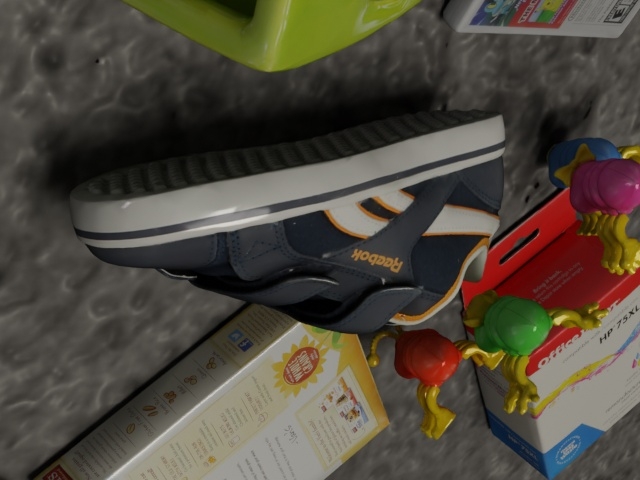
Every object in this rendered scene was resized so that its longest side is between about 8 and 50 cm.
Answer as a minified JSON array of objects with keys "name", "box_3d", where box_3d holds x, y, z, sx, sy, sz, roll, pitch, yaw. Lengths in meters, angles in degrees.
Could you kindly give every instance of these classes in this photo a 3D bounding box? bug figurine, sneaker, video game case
[{"name":"bug figurine","box_3d":[0.150,0.013,0.988,0.072,0.216,0.279,41,79,-9]},{"name":"sneaker","box_3d":[0.000,0.000,0.847,0.321,0.126,0.128,-13,105,-40]},{"name":"video game case","box_3d":[0.193,-0.219,0.928,0.183,0.023,0.201,-6,139,-43]}]

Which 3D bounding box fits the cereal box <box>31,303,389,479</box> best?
[{"name":"cereal box","box_3d":[-0.068,0.147,0.984,0.240,0.047,0.173,-37,140,-16]}]

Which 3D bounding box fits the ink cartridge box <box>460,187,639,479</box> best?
[{"name":"ink cartridge box","box_3d":[0.200,0.080,1.175,0.134,0.078,0.231,-38,140,-16]}]

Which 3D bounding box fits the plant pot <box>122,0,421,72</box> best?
[{"name":"plant pot","box_3d":[-0.008,-0.229,0.600,0.207,0.228,0.227,-21,134,-43]}]
